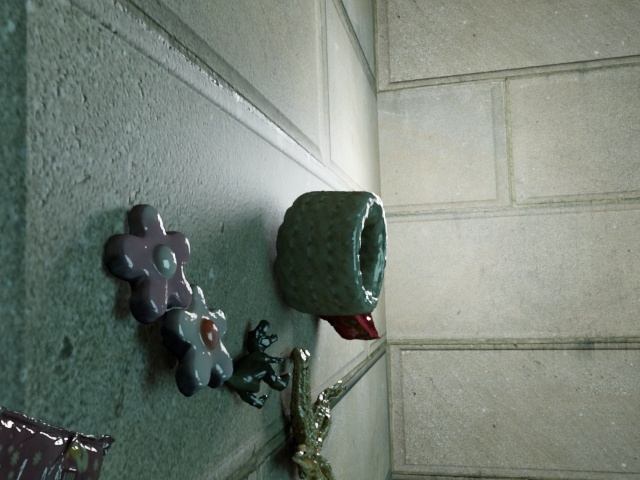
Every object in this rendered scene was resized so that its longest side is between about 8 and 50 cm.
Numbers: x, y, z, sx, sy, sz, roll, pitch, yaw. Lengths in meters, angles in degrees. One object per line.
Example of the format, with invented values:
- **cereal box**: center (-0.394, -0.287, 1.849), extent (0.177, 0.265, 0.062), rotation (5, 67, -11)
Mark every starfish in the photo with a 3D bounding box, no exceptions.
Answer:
- **starfish**: center (-0.006, 0.447, 1.330), extent (0.432, 0.082, 0.324), rotation (62, 24, -50)

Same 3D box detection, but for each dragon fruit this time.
- **dragon fruit**: center (0.037, 0.148, 1.528), extent (0.211, 0.134, 0.262), rotation (35, 37, -59)

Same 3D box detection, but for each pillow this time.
- **pillow**: center (-0.245, 0.202, 0.468), extent (0.185, 0.043, 0.118), rotation (61, 36, -56)

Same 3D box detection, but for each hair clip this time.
- **hair clip**: center (-0.182, 0.081, 0.712), extent (0.146, 0.075, 0.257), rotation (-63, 144, -56)

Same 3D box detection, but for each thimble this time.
- **thimble**: center (0.035, 0.034, 1.284), extent (0.291, 0.195, 0.292), rotation (2, 90, -67)

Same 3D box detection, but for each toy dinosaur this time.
- **toy dinosaur**: center (-0.140, 0.195, 0.967), extent (0.179, 0.087, 0.187), rotation (41, 16, -20)
